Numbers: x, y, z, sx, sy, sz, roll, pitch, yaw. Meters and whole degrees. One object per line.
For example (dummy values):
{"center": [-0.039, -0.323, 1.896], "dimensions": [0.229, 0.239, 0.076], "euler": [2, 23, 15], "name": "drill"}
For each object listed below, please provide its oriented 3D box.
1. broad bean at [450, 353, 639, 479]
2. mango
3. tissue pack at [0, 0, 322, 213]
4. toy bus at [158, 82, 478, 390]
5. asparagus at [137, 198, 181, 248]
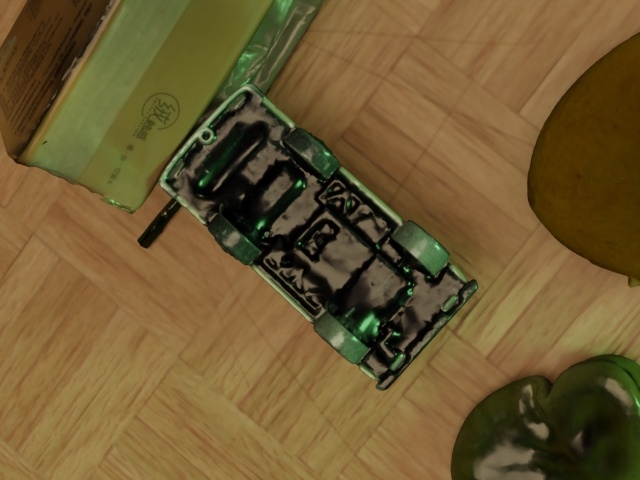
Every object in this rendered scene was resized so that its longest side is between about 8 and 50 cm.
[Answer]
{"center": [0.221, 0.189, 1.237], "dimensions": [0.206, 0.072, 0.153], "euler": [-43, 81, 27], "name": "broad bean"}
{"center": [0.388, -0.060, 1.090], "dimensions": [0.445, 0.220, 0.301], "euler": [-5, 100, 25], "name": "mango"}
{"center": [-0.136, -0.196, 1.234], "dimensions": [0.238, 0.238, 0.305], "euler": [36, 103, 9], "name": "tissue pack"}
{"center": [0.000, 0.000, 1.221], "dimensions": [0.276, 0.165, 0.134], "euler": [43, 89, 8], "name": "toy bus"}
{"center": [-0.138, -0.041, 1.332], "dimensions": [0.018, 0.015, 0.127], "euler": [40, 105, -13], "name": "asparagus"}
